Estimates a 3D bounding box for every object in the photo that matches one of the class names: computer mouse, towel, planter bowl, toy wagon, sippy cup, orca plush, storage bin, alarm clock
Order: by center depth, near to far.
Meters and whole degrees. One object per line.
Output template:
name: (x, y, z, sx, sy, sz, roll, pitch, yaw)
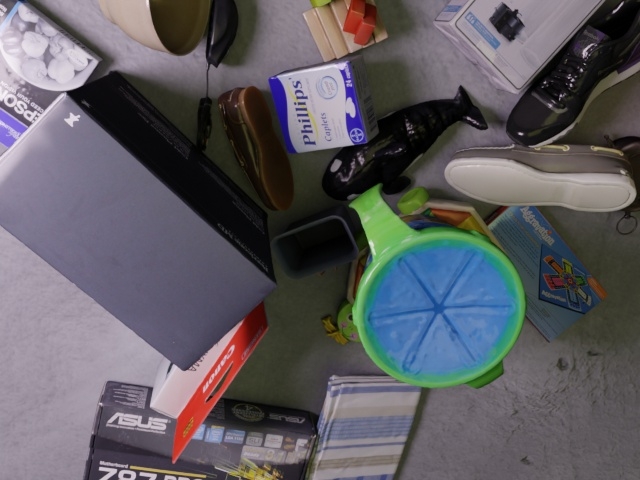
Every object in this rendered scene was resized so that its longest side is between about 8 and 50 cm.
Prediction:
planter bowl: (-0.241, -0.349, 0.881, 0.109, 0.162, 0.162, 12, 109, 17)
sippy cup: (0.160, 0.065, 0.948, 0.240, 0.224, 0.305, 0, 108, -2)
computer mouse: (-0.158, -0.255, 0.960, 0.041, 0.071, 0.242, 6, 110, -18)
orca plush: (0.138, -0.143, 1.019, 0.287, 0.102, 0.151, -17, 111, -2)
storage bin: (0.000, 0.000, 1.043, 0.135, 0.091, 0.098, -20, 110, 20)
toy wagon: (0.154, 0.083, 1.106, 0.344, 0.068, 0.267, -37, 104, 9)
alarm clock: (0.554, -0.098, 1.116, 0.129, 0.064, 0.192, -8, 113, -5)
towel: (0.078, 0.383, 1.217, 0.209, 0.034, 0.285, 4, 111, -24)

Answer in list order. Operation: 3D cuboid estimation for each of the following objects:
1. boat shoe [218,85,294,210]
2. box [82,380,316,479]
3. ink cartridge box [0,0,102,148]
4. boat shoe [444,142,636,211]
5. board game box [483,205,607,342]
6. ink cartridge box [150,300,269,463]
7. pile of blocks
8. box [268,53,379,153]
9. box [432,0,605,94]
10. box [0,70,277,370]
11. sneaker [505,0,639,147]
boat shoe: (-0.104, -0.144, 1.010, 0.073, 0.073, 0.207, -3, 111, 37)
box: (-0.237, 0.448, 1.179, 0.395, 0.097, 0.318, 13, 103, -13)
ink cartridge box: (-0.472, -0.253, 0.931, 0.206, 0.045, 0.208, 37, 102, -18)
boat shoe: (0.365, -0.118, 1.056, 0.305, 0.091, 0.109, 8, 148, 8)
board game box: (0.398, 0.053, 1.163, 0.145, 0.027, 0.281, -42, 109, 9)
ink cartridge box: (-0.186, 0.177, 1.015, 0.060, 0.239, 0.275, 31, 102, -17)
pile of blocks: (0.032, -0.440, 0.896, 0.149, 0.112, 0.362, -3, 109, -7)
box: (0.006, -0.208, 0.968, 0.137, 0.072, 0.126, -5, 112, 24)
box: (0.337, -0.393, 0.967, 0.169, 0.087, 0.290, 40, 100, -18)
box: (-0.247, -0.046, 0.890, 0.179, 0.312, 0.343, -43, 108, 8)
sneaker: (0.400, -0.273, 0.987, 0.283, 0.107, 0.124, -41, 146, 0)
